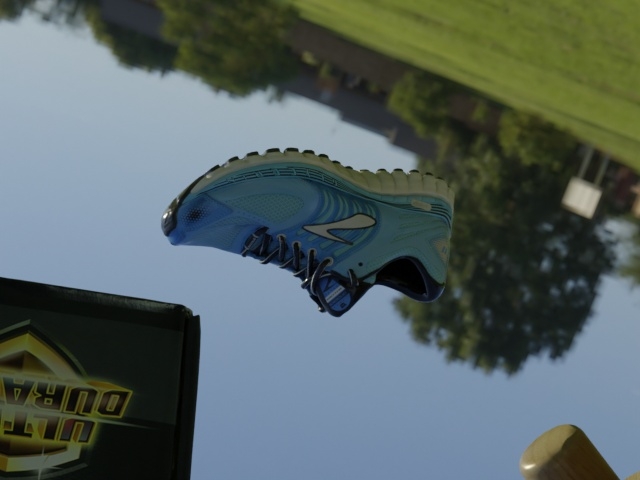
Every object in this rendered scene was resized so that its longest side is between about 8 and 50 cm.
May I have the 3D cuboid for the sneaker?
[{"bbox_3d":[0.000,0.000,0.707,0.162,0.073,0.063,4,158,-25],"label":"sneaker"}]

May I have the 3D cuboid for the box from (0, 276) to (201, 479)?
[{"bbox_3d":[-0.150,0.088,0.387,0.220,0.175,0.051,10,148,-12],"label":"box"}]

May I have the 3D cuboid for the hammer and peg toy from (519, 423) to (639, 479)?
[{"bbox_3d":[0.175,0.147,0.526,0.127,0.266,0.361,52,-157,-8],"label":"hammer and peg toy"}]
